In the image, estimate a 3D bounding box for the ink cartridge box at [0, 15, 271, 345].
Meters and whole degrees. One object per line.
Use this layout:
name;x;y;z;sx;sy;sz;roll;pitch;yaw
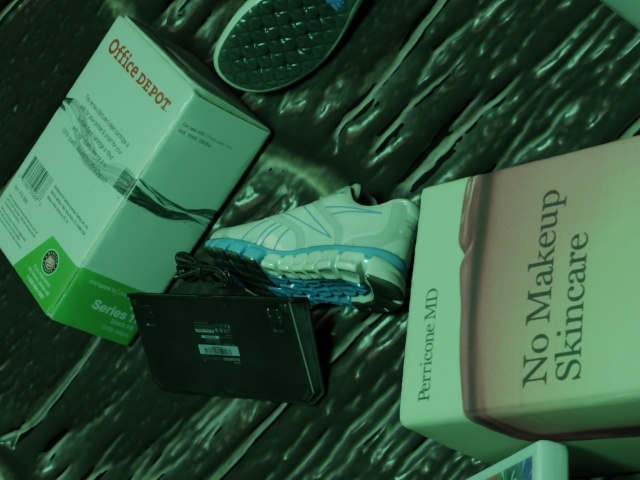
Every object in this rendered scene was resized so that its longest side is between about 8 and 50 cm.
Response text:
ink cartridge box;-0.152;-0.049;1.336;0.208;0.087;0.153;-55;41;11

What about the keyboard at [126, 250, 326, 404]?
keyboard;-0.070;0.058;1.214;0.180;0.023;0.108;-1;109;45

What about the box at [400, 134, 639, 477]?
box;0.173;0.036;0.923;0.232;0.127;0.149;-13;62;42

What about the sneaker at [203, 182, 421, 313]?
sneaker;0.000;0.000;1.180;0.190;0.071;0.083;4;59;45

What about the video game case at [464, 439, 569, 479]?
video game case;0.083;0.229;0.944;0.183;0.023;0.201;137;142;-58

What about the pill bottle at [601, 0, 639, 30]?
pill bottle;0.189;-0.188;0.942;0.131;0.229;0.131;-23;55;37

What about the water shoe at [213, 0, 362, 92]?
water shoe;0.000;-0.193;1.282;0.203;0.073;0.080;-45;18;21
